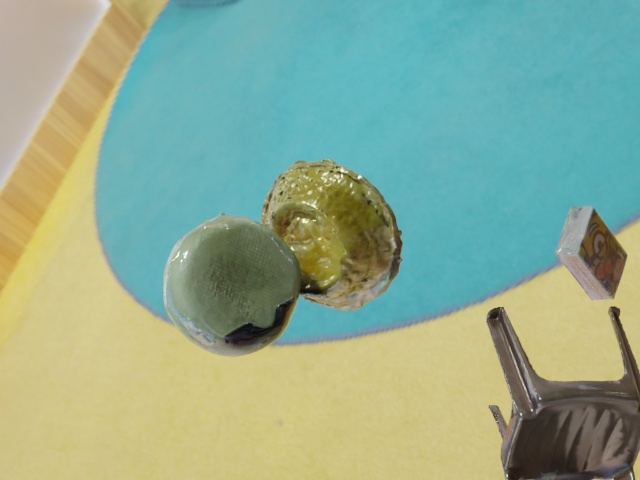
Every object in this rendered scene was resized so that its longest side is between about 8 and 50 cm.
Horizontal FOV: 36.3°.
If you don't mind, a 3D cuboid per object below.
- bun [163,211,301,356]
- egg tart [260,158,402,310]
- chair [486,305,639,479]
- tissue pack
[{"bbox_3d":[-0.188,0.092,1.913,0.179,0.283,0.283,-18,41,57],"label":"bun"},{"bbox_3d":[0.000,0.000,2.011,0.345,0.345,0.132,-12,9,35],"label":"egg tart"},{"bbox_3d":[0.290,0.249,1.111,0.176,0.183,0.326,-1,37,-5],"label":"chair"},{"bbox_3d":[0.488,0.024,1.758,0.060,0.148,0.108,-4,50,46],"label":"tissue pack"}]
